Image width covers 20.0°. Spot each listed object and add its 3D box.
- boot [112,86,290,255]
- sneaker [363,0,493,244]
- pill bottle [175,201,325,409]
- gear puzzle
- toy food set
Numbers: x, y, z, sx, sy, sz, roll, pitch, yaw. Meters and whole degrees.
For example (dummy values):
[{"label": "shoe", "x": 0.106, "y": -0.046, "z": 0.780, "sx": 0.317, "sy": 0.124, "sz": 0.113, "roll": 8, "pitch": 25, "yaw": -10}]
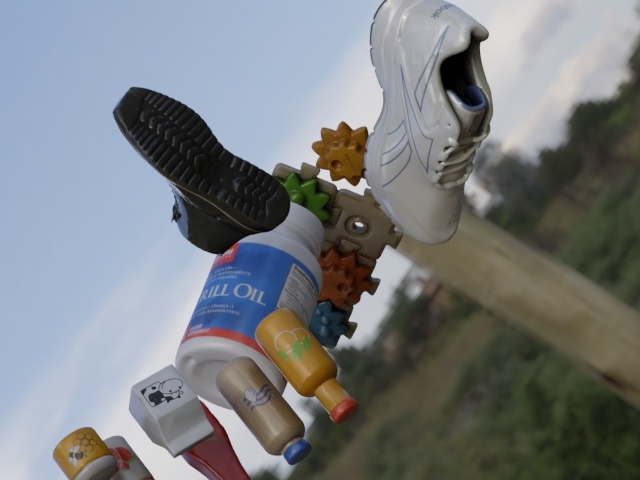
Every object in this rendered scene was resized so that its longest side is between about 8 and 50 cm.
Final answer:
[{"label": "boot", "x": -0.142, "y": -0.057, "z": 1.809, "sx": 0.077, "sy": 0.198, "sz": 0.137, "roll": -55, "pitch": 12, "yaw": -31}, {"label": "sneaker", "x": 0.121, "y": -0.119, "z": 1.927, "sx": 0.111, "sy": 0.129, "sz": 0.297, "roll": -25, "pitch": -54, "yaw": -29}, {"label": "pill bottle", "x": -0.069, "y": 0.066, "z": 1.989, "sx": 0.124, "sy": 0.124, "sz": 0.221, "roll": 113, "pitch": 177, "yaw": -53}, {"label": "gear puzzle", "x": 0.000, "y": 0.000, "z": 2.134, "sx": 0.044, "sy": 0.175, "sz": 0.339, "roll": -71, "pitch": 5, "yaw": -51}, {"label": "toy food set", "x": -0.090, "y": 0.162, "z": 1.453, "sx": 0.232, "sy": 0.104, "sz": 0.111, "roll": -29, "pitch": -25, "yaw": -27}]
